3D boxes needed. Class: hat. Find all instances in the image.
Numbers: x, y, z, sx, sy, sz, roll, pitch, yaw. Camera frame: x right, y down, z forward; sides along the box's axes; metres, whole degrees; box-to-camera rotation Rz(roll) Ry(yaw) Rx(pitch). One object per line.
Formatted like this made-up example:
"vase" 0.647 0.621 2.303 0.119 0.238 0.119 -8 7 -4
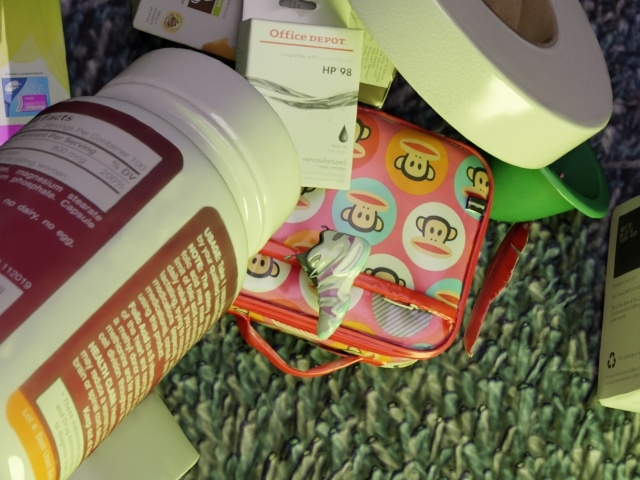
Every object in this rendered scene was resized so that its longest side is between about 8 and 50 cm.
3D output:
"hat" 0.170 -0.042 1.649 0.173 0.183 0.208 45 27 -15

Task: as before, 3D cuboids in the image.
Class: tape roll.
"tape roll" -0.211 0.216 1.375 0.219 0.219 0.072 -36 91 -20
"tape roll" 0.131 -0.248 1.532 0.392 0.072 0.392 38 32 -30

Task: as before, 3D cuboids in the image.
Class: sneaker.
"sneaker" -0.003 0.034 1.463 0.069 0.038 0.098 22 81 -6

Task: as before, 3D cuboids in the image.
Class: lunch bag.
"lunch bag" 0.000 0.000 1.546 0.293 0.120 0.258 19 78 -11

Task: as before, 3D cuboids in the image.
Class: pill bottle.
"pill bottle" -0.199 0.027 1.279 0.224 0.224 0.392 46 53 -3

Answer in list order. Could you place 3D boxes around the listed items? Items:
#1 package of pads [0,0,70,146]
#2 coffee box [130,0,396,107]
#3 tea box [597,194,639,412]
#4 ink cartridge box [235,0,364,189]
"package of pads" -0.348 -0.157 1.476 0.229 0.101 0.296 -4 80 -19
"coffee box" -0.048 -0.221 1.545 0.247 0.141 0.098 17 108 -12
"tea box" 0.486 0.061 1.563 0.324 0.329 0.220 10 75 -14
"ink cartridge box" -0.022 -0.139 1.447 0.104 0.060 0.180 4 94 -12
